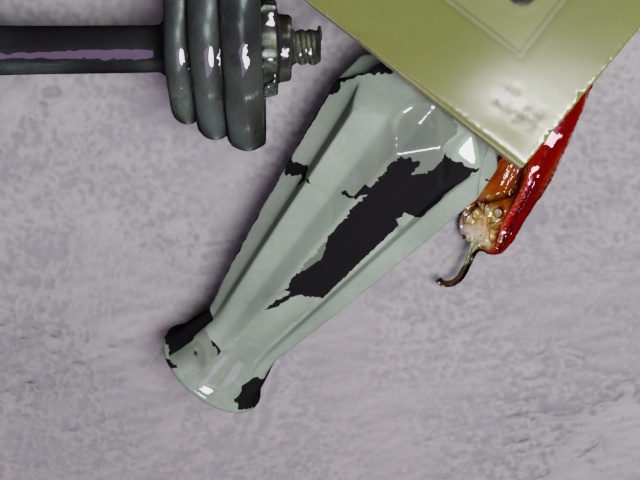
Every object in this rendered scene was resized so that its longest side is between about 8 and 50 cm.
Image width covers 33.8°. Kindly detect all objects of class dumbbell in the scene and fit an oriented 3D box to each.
[{"bbox_3d":[-0.202,-0.157,0.866,0.406,0.179,0.179,-1,114,-2],"label":"dumbbell"}]

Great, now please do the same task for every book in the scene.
[{"bbox_3d":[0.176,-0.265,0.821,0.239,0.035,0.352,39,96,1],"label":"book"}]

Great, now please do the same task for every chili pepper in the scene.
[{"bbox_3d":[0.190,-0.060,1.003,0.050,0.059,0.268,8,117,-49],"label":"chili pepper"}]

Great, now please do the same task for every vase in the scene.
[{"bbox_3d":[0.000,0.000,0.966,0.165,0.165,0.360,34,112,-16],"label":"vase"}]

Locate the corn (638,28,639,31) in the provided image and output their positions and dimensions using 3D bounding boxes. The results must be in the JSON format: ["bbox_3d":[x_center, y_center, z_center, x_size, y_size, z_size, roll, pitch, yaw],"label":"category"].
[{"bbox_3d":[0.316,-0.299,0.877,0.091,0.091,0.260,4,118,-42],"label":"corn"}]
